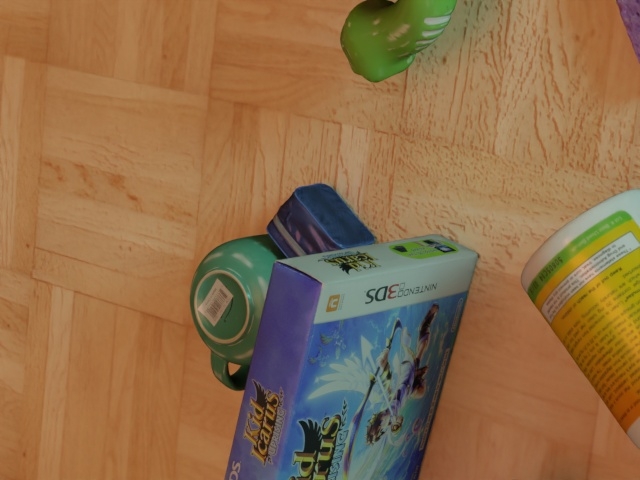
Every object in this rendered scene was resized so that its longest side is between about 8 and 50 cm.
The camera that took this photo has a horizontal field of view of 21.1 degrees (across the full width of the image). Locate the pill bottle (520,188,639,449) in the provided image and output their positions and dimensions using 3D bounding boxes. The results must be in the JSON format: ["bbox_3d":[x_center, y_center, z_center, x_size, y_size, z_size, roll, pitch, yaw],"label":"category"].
[{"bbox_3d":[0.287,0.091,1.424,0.136,0.136,0.246,-46,67,32],"label":"pill bottle"}]

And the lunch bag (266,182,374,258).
[{"bbox_3d":[0.000,0.000,1.687,0.098,0.067,0.065,51,123,21],"label":"lunch bag"}]

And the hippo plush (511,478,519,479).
[{"bbox_3d":[0.116,0.309,1.544,0.236,0.294,0.234,-39,38,15],"label":"hippo plush"}]

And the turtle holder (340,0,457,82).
[{"bbox_3d":[0.045,-0.332,1.537,0.227,0.243,0.320,-2,134,53],"label":"turtle holder"}]

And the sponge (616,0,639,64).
[{"bbox_3d":[0.341,-0.220,1.413,0.210,0.031,0.117,-27,78,37],"label":"sponge"}]

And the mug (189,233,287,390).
[{"bbox_3d":[-0.067,0.074,1.728,0.129,0.097,0.158,-6,91,39],"label":"mug"}]

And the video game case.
[{"bbox_3d":[0.026,0.138,1.568,0.061,0.244,0.269,25,110,34],"label":"video game case"}]
